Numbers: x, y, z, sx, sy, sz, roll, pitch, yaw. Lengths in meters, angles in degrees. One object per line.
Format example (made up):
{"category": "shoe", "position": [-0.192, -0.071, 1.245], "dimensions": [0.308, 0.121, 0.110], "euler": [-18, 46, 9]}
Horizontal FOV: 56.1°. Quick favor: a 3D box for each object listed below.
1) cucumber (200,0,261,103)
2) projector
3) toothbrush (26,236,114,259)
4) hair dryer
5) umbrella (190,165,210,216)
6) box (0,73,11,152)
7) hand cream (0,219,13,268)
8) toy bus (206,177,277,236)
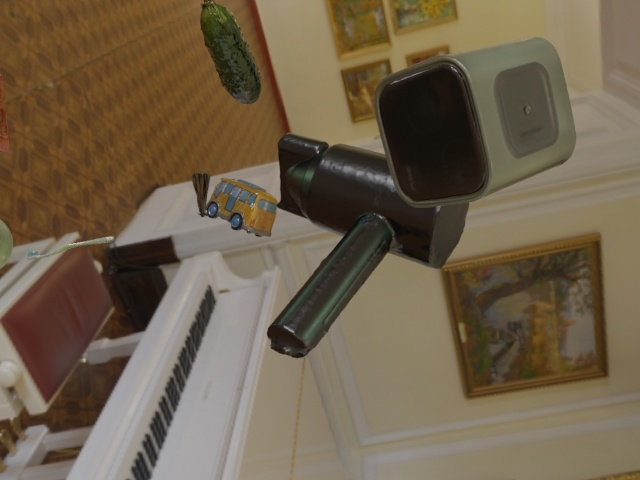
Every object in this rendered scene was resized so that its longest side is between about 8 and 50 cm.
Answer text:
{"category": "cucumber", "position": [-0.137, -0.285, 0.919], "dimensions": [0.227, 0.069, 0.069], "euler": [68, 13, -68]}
{"category": "projector", "position": [0.094, -0.072, 0.370], "dimensions": [0.083, 0.082, 0.084], "euler": [-2, -73, 57]}
{"category": "toothbrush", "position": [-0.736, 0.023, 1.769], "dimensions": [0.022, 0.262, 0.026], "euler": [81, -2, -74]}
{"category": "hair dryer", "position": [0.000, 0.000, 0.686], "dimensions": [0.302, 0.244, 0.116], "euler": [-48, 143, -38]}
{"category": "umbrella", "position": [-0.191, -0.079, 0.966], "dimensions": [0.020, 0.031, 0.083], "euler": [8, -81, 58]}
{"category": "box", "position": [-0.578, -0.193, 0.900], "dimensions": [0.099, 0.182, 0.133], "euler": [175, -90, -80]}
{"category": "hand cream", "position": [-0.476, -0.005, 0.727], "dimensions": [0.306, 0.093, 0.147], "euler": [140, -43, -84]}
{"category": "toy bus", "position": [-0.221, -0.099, 1.708], "dimensions": [0.126, 0.209, 0.136], "euler": [17, 96, -54]}
